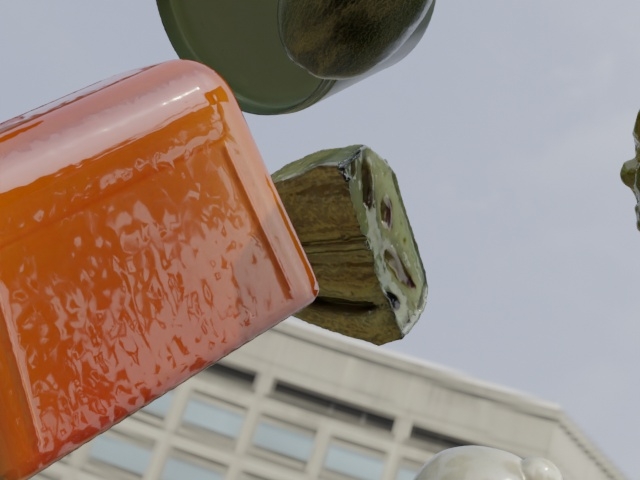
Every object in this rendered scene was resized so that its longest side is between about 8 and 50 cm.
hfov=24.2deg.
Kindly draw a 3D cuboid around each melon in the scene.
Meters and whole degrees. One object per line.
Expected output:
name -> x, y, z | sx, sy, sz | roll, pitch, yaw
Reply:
melon -> 0.032, -0.200, 1.166 | 0.114, 0.114, 0.167 | 29, -59, -16

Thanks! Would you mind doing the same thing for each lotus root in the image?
lotus root -> 0.002, -0.003, 1.091 | 0.144, 0.070, 0.143 | 2, -64, 34

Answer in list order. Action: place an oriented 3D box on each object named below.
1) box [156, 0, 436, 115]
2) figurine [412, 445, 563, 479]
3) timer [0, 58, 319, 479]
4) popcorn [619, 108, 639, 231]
box -> -0.026, -0.241, 1.373 | 0.226, 0.149, 0.226 | 20, -56, 33
figurine -> 0.082, 0.259, 1.047 | 0.155, 0.235, 0.127 | -22, -69, 37
timer -> -0.181, 0.011, 0.871 | 0.250, 0.257, 0.161 | -3, -69, 47
popcorn -> 0.377, -0.061, 1.241 | 0.249, 0.249, 0.225 | -11, -4, 39
